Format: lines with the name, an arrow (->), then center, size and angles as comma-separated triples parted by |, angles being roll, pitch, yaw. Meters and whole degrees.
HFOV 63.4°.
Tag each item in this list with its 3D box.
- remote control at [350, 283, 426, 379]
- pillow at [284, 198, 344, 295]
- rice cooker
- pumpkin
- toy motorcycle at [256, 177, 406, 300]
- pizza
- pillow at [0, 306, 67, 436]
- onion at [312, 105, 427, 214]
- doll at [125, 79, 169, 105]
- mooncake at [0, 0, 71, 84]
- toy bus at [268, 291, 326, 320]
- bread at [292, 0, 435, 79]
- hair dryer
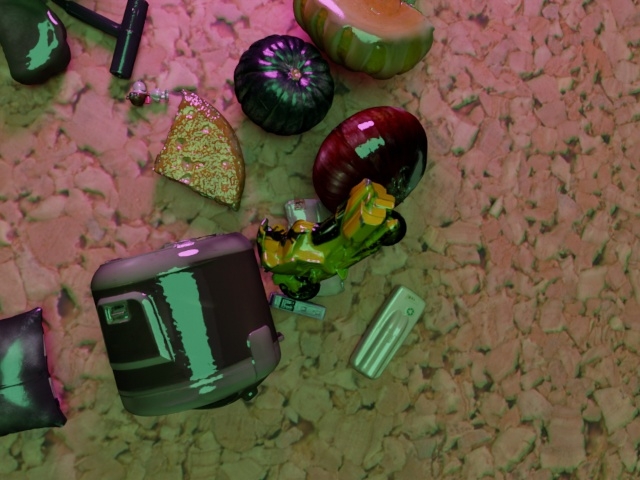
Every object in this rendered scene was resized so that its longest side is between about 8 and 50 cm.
remote control -> 0.161, 0.218, 1.223 | 0.090, 0.049, 0.230 | 36, 80, -12
pillow -> -0.013, 0.017, 1.190 | 0.128, 0.051, 0.229 | -6, 91, -20
rice cooker -> -0.256, 0.167, 1.000 | 0.336, 0.335, 0.325 | -15, 92, -12
pumpkin -> -0.078, -0.337, 1.130 | 0.221, 0.162, 0.220 | 1, 86, -24
toy motorcycle -> 0.000, -0.002, 1.039 | 0.206, 0.342, 0.142 | 33, 38, -31
pizza -> -0.271, -0.183, 1.136 | 0.197, 0.058, 0.292 | -27, 92, -11
pillow -> -0.620, 0.267, 1.022 | 0.186, 0.106, 0.249 | -13, 89, -5
onion -> 0.096, -0.186, 1.135 | 0.273, 0.273, 0.285 | -19, 59, -12
doll -> -0.374, -0.314, 1.128 | 0.085, 0.040, 0.058 | 18, 74, -11
mooncake -> -0.598, -0.404, 1.047 | 0.169, 0.104, 0.174 | 3, 90, -16
toy bus -> -0.053, 0.150, 1.177 | 0.131, 0.052, 0.036 | 17, 87, -11
bread -> 0.082, -0.492, 1.138 | 0.333, 0.160, 0.332 | 9, 58, -14
hair dryer -> -0.483, -0.451, 1.106 | 0.195, 0.050, 0.173 | 12, 85, -8
